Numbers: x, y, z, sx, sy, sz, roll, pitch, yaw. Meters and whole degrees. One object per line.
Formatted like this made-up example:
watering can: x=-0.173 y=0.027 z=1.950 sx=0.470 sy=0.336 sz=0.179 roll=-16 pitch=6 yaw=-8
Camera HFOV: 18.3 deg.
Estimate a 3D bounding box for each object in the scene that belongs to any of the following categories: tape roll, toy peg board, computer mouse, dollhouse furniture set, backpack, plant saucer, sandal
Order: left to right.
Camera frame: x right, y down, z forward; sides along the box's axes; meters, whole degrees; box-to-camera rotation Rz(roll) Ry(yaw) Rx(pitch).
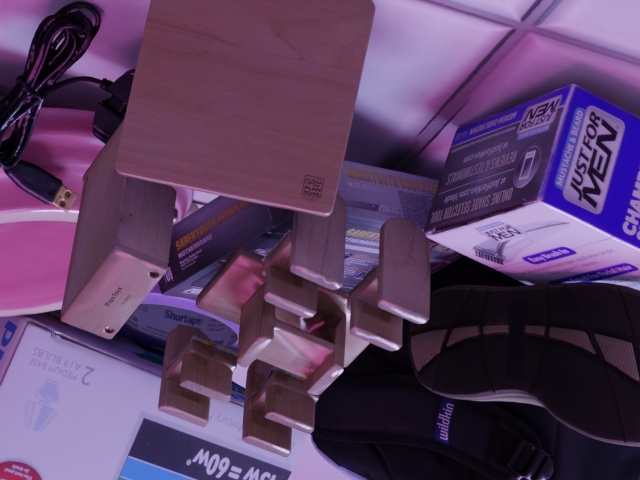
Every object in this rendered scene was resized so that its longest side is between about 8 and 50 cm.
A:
plant saucer: x=-0.276 y=-0.012 z=1.784 sx=0.332 sy=0.084 sz=0.332 roll=-7 pitch=159 yaw=-3
computer mouse: x=-0.147 y=-0.070 z=1.617 sx=0.262 sy=0.060 sz=0.184 roll=25 pitch=123 yaw=-31
tape roll: x=-0.136 y=0.052 z=2.027 sx=0.189 sy=0.080 sz=0.189 roll=10 pitch=161 yaw=4
dollhouse furniture set: x=-0.064 y=0.018 z=1.549 sx=0.242 sy=0.161 sz=0.212 roll=23 pitch=134 yaw=-21
toy peg board: x=-0.054 y=-0.108 z=1.466 sx=0.161 sy=0.160 sz=0.079 roll=12 pitch=175 yaw=1
backpack: x=0.139 y=0.136 z=1.840 sx=0.355 sy=0.290 sz=0.273 roll=4 pitch=174 yaw=38
sandal: x=0.198 y=0.089 z=1.593 sx=0.086 sy=0.120 sz=0.303 roll=10 pitch=-179 yaw=-42

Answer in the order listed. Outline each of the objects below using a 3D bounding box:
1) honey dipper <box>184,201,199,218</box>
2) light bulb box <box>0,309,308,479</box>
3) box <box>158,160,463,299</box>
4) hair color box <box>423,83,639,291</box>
honey dipper: x=-0.056 y=-0.008 z=1.896 sx=0.161 sy=0.030 sz=0.030 roll=14 pitch=160 yaw=0
light bulb box: x=-0.268 y=0.197 z=2.108 sx=0.358 sy=0.225 sz=0.361 roll=24 pitch=179 yaw=-31
box: x=0.000 y=0.000 z=1.697 sx=0.231 sy=0.056 sz=0.183 roll=9 pitch=149 yaw=-44
hair color box: x=0.277 y=0.005 z=1.583 sx=0.339 sy=0.110 sz=0.185 roll=23 pitch=163 yaw=-21
